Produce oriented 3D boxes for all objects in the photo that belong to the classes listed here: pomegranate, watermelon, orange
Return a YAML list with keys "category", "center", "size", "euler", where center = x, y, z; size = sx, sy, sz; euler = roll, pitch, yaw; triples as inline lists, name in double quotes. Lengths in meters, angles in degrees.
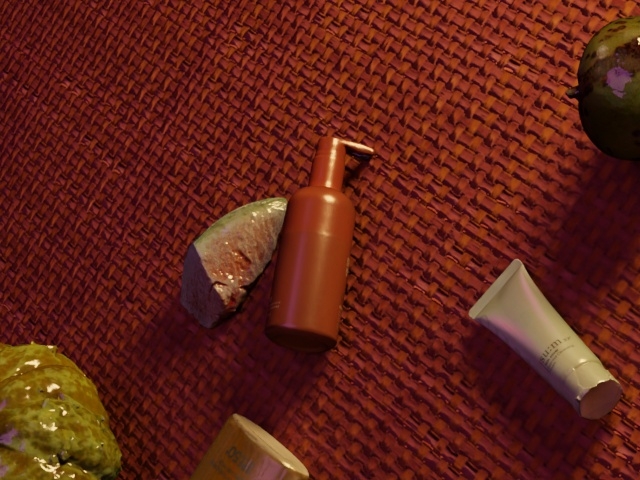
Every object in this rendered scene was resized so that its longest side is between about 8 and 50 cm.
- category: "pomegranate"
  center: [0.327, -0.152, 1.671]
  size: [0.169, 0.148, 0.148]
  euler: [-24, 56, 23]
- category: "watermelon"
  center: [-0.106, 0.018, 2.030]
  size: [0.094, 0.081, 0.180]
  euler: [33, 100, 20]
- category: "orange"
  center: [-0.359, 0.266, 2.014]
  size: [0.301, 0.223, 0.300]
  euler: [20, 79, 39]

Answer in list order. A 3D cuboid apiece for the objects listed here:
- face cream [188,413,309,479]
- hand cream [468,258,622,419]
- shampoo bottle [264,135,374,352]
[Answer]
- category: "face cream"
  center: [-0.129, 0.338, 1.879]
  size: [0.139, 0.067, 0.285]
  euler: [35, 95, 47]
- category: "hand cream"
  center: [0.221, 0.098, 1.703]
  size: [0.078, 0.050, 0.205]
  euler: [-51, 42, 9]
- category: "shampoo bottle"
  center: [-0.002, 0.000, 1.924]
  size: [0.085, 0.085, 0.244]
  euler: [-5, 65, 40]
